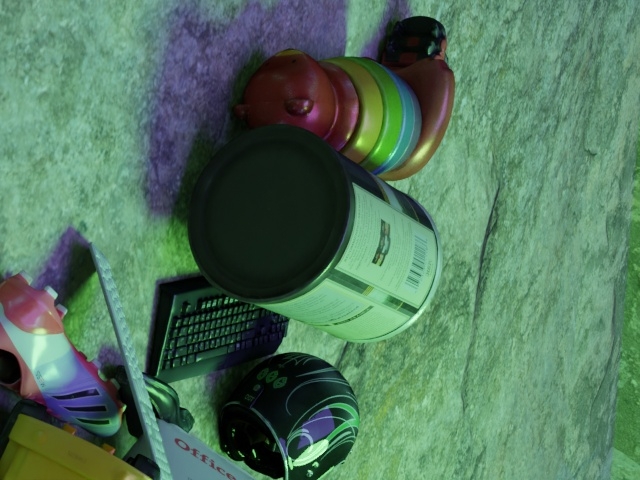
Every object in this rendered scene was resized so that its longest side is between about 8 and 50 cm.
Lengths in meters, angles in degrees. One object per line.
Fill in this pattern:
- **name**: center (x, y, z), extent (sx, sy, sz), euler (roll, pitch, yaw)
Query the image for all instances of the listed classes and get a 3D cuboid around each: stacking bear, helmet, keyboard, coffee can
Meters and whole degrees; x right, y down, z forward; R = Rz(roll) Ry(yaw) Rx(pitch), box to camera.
- **stacking bear**: center (0.016, -0.159, 1.900), extent (0.289, 0.175, 0.164), euler (3, 92, -55)
- **helmet**: center (-0.030, 0.223, 1.961), extent (0.161, 0.169, 0.169), euler (-31, 131, -36)
- **keyboard**: center (-0.103, 0.062, 1.886), extent (0.317, 0.033, 0.202), euler (-10, 110, -64)
- **coffee can**: center (0.000, 0.000, 1.806), extent (0.275, 0.201, 0.202), euler (28, 76, -61)
- **keyboard**: center (-0.191, 0.126, 1.568), extent (0.072, 0.014, 0.256), euler (89, -17, -73)

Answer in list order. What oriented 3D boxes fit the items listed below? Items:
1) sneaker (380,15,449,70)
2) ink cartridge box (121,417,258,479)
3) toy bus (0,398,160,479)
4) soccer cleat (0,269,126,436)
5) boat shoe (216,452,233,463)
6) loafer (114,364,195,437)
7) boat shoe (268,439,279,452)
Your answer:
- **sneaker**: center (0.114, -0.172, 2.149), extent (0.276, 0.097, 0.135), euler (-66, 151, -25)
- **ink cartridge box**: center (-0.122, 0.352, 1.596), extent (0.131, 0.226, 0.306), euler (-50, -165, 14)
- **toy bus**: center (-0.262, 0.274, 1.455), extent (0.211, 0.149, 0.220), euler (-65, -173, -12)
- **soccer cleat**: center (-0.270, 0.130, 1.525), extent (0.095, 0.083, 0.248), euler (-47, 144, -21)
- **boat shoe**: center (-0.160, 0.503, 1.840), extent (0.187, 0.156, 0.500), euler (16, 72, -63)
- **loafer**: center (-0.191, 0.193, 1.731), extent (0.061, 0.062, 0.170), euler (-62, 150, -20)
- **boat shoe**: center (-0.056, 0.243, 2.061), extent (0.125, 0.038, 0.046), euler (-70, -164, -2)
